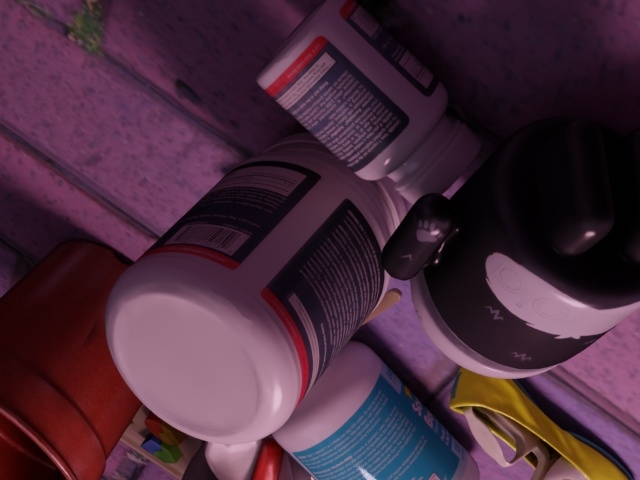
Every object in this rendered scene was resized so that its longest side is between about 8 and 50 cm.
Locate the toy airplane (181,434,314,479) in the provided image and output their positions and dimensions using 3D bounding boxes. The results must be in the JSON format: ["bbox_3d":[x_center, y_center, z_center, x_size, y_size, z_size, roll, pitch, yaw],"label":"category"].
[{"bbox_3d":[-0.108,0.383,1.789,0.272,0.384,0.386,-8,162,-4],"label":"toy airplane"}]

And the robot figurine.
[{"bbox_3d":[0.183,0.005,1.229,0.209,0.173,0.278,40,148,1],"label":"robot figurine"}]

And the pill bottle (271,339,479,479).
[{"bbox_3d":[0.044,0.211,1.649,0.264,0.146,0.146,47,147,-17],"label":"pill bottle"}]

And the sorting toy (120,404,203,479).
[{"bbox_3d":[-0.250,0.246,2.080,0.193,0.038,0.208,32,148,7],"label":"sorting toy"}]

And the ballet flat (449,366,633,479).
[{"bbox_3d":[0.222,0.216,1.547,0.231,0.077,0.077,41,147,-8],"label":"ballet flat"}]

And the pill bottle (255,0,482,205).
[{"bbox_3d":[0.044,-0.114,1.264,0.180,0.108,0.108,43,148,-8],"label":"pill bottle"}]

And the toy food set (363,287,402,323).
[{"bbox_3d":[0.000,0.000,1.531,0.192,0.038,0.132,49,140,-7],"label":"toy food set"}]

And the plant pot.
[{"bbox_3d":[-0.321,0.159,1.822,0.272,0.265,0.272,25,146,19],"label":"plant pot"}]

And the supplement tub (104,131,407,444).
[{"bbox_3d":[-0.051,0.037,1.364,0.191,0.272,0.191,17,129,22],"label":"supplement tub"}]
